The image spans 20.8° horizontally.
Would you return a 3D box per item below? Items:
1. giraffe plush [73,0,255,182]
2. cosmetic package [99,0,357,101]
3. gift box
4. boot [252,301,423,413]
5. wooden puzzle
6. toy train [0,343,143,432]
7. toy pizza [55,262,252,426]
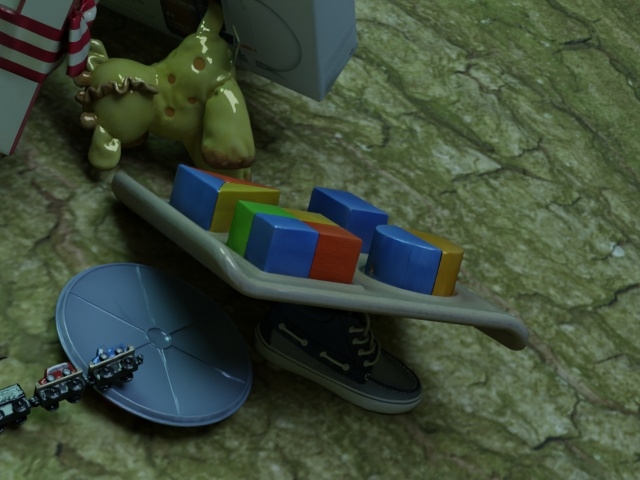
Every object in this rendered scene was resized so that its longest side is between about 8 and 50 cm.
[{"bbox_3d":[-0.170,-0.140,1.824,0.170,0.210,0.181,-12,53,-9],"label":"giraffe plush"},{"bbox_3d":[-0.147,-0.326,1.852,0.377,0.284,0.097,25,63,16],"label":"cosmetic package"},{"bbox_3d":[-0.350,-0.236,1.708,0.258,0.276,0.255,20,25,-13],"label":"gift box"},{"bbox_3d":[0.033,0.107,1.744,0.190,0.086,0.069,21,38,-17],"label":"boot"},{"bbox_3d":[0.000,0.000,1.725,0.347,0.080,0.322,14,9,-29],"label":"wooden puzzle"},{"bbox_3d":[-0.228,0.127,1.534,0.158,0.027,0.036,-20,56,-28],"label":"toy train"},{"bbox_3d":[-0.159,0.101,1.647,0.201,0.032,0.201,21,36,-17],"label":"toy pizza"}]
